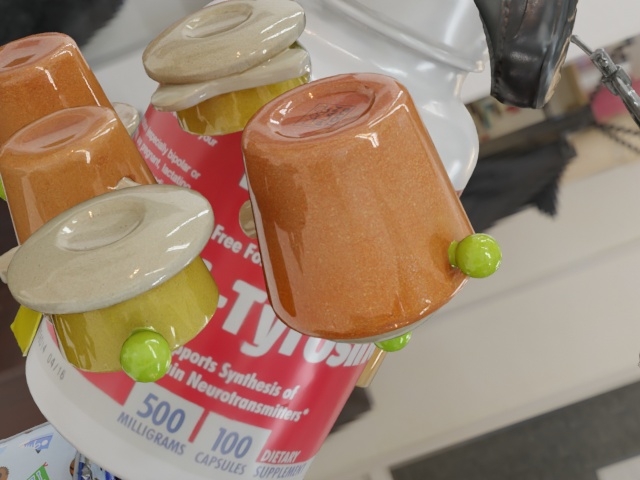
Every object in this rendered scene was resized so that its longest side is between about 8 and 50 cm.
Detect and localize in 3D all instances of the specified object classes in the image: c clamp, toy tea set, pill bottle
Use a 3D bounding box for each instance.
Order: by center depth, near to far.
[{"bbox_3d":[-0.060,-0.018,0.737,0.336,0.200,0.124,-130,-161,-60],"label":"toy tea set"},{"bbox_3d":[0.245,-0.075,1.094,0.160,0.022,0.137,49,11,-18],"label":"c clamp"},{"bbox_3d":[-0.031,-0.028,1.101,0.229,0.407,0.229,26,14,-7],"label":"pill bottle"}]

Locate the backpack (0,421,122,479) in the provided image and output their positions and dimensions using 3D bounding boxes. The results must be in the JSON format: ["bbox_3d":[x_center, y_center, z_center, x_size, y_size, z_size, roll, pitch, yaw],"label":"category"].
[{"bbox_3d":[-0.227,0.295,1.262,0.213,0.276,0.263,44,27,-40],"label":"backpack"}]

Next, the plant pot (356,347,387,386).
[{"bbox_3d":[0.000,0.000,1.368,0.205,0.188,0.205,30,2,-1],"label":"plant pot"}]

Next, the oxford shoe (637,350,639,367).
[{"bbox_3d":[0.358,-0.087,1.259,0.449,0.130,0.169,-68,168,23],"label":"oxford shoe"}]

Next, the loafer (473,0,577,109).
[{"bbox_3d":[0.086,-0.152,0.757,0.076,0.078,0.223,97,-2,-50],"label":"loafer"}]
